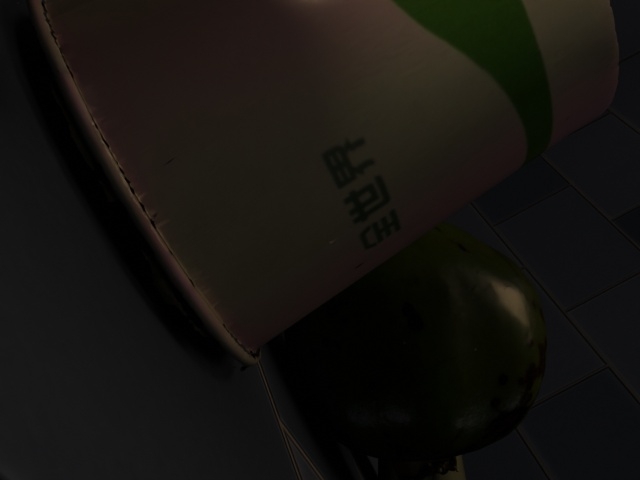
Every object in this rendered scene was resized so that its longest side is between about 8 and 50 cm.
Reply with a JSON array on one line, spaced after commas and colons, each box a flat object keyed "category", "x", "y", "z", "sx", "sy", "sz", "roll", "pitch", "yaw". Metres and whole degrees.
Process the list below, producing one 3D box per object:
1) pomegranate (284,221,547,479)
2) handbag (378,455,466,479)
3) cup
[{"category": "pomegranate", "x": 0.092, "y": 0.110, "z": 0.778, "sx": 0.254, "sy": 0.254, "sz": 0.270, "roll": -117, "pitch": -164, "yaw": -84}, {"category": "handbag", "x": 0.131, "y": 0.181, "z": 1.011, "sx": 0.241, "sy": 0.109, "sz": 0.315, "roll": 151, "pitch": -60, "yaw": -88}, {"category": "cup", "x": 0.009, "y": -0.094, "z": 0.479, "sx": 0.253, "sy": 0.274, "sz": 0.253, "roll": 62, "pitch": 0, "yaw": 0}]
